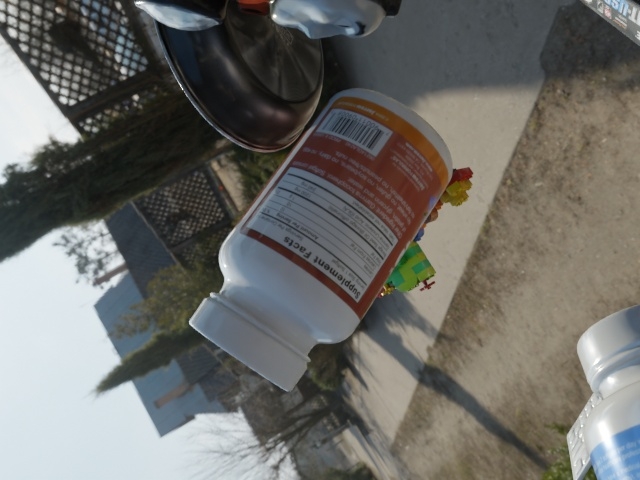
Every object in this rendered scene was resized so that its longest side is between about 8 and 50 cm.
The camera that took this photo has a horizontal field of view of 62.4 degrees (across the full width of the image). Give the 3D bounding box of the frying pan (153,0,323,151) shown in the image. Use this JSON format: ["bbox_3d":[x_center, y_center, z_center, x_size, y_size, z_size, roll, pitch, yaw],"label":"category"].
[{"bbox_3d":[-0.031,-0.212,0.494,0.053,0.326,0.197,-9,121,34],"label":"frying pan"}]

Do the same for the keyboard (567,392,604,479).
[{"bbox_3d":[0.267,0.083,0.432,0.014,0.256,0.072,26,-160,19],"label":"keyboard"}]

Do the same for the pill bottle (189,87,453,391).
[{"bbox_3d":[0.000,0.000,0.411,0.121,0.216,0.121,33,167,9],"label":"pill bottle"}]

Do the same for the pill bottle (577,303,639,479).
[{"bbox_3d":[0.230,0.149,0.300,0.124,0.124,0.221,72,-169,-49],"label":"pill bottle"}]

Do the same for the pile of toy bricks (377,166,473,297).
[{"bbox_3d":[0.089,0.013,0.596,0.212,0.118,0.105,-40,76,39],"label":"pile of toy bricks"}]

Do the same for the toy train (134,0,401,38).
[{"bbox_3d":[-0.014,-0.278,0.276,0.142,0.190,0.334,-115,33,-76],"label":"toy train"}]

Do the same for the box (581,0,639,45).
[{"bbox_3d":[0.572,-0.386,0.754,0.295,0.293,0.073,-102,-14,-46],"label":"box"}]
